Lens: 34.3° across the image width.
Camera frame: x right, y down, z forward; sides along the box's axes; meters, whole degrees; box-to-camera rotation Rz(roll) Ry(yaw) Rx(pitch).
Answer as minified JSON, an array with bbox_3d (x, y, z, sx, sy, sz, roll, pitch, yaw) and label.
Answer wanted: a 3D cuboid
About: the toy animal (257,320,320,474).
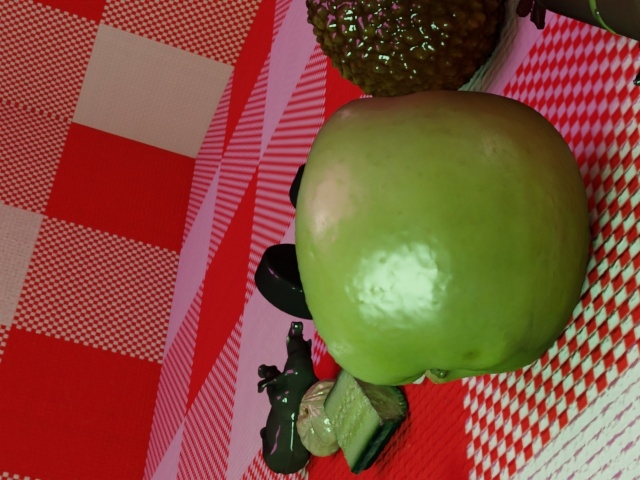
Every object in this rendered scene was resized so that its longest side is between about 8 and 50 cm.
[{"bbox_3d":[-0.041,0.253,1.636,0.146,0.114,0.245,-130,35,-80],"label":"toy animal"}]

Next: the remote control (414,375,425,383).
[{"bbox_3d":[0.094,0.122,1.380,0.250,0.034,0.103,-177,103,-76],"label":"remote control"}]

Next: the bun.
[{"bbox_3d":[0.001,0.256,1.513,0.115,0.069,0.115,-164,90,-77],"label":"bun"}]

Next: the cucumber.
[{"bbox_3d":[0.060,0.224,1.333,0.115,0.062,0.116,-63,37,36],"label":"cucumber"}]

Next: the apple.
[{"bbox_3d":[0.129,-0.003,0.959,0.295,0.233,0.258,18,-116,-67],"label":"apple"}]

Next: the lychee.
[{"bbox_3d":[0.106,-0.306,1.370,0.267,0.267,0.267,-164,90,-76],"label":"lychee"}]

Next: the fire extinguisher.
[{"bbox_3d":[0.268,-0.232,0.968,0.341,0.105,0.141,-122,51,-67],"label":"fire extinguisher"}]

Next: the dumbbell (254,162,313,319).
[{"bbox_3d":[0.000,0.000,1.633,0.152,0.152,0.218,-100,30,-59],"label":"dumbbell"}]
